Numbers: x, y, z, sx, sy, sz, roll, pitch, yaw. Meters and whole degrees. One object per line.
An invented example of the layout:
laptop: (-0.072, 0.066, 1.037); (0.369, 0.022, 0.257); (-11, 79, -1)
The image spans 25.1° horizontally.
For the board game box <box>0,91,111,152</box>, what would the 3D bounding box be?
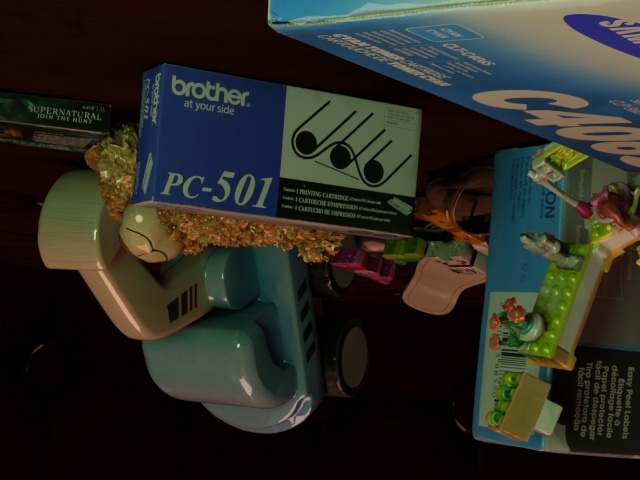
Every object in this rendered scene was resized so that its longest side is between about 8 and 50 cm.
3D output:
board game box: (-0.274, -0.101, 1.178); (0.186, 0.026, 0.126); (6, 175, -17)

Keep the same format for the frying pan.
frying pan: (0.008, -0.003, 1.935); (0.326, 0.053, 0.197); (2, 174, -10)

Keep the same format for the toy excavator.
toy excavator: (-0.138, 0.074, 1.717); (0.222, 0.433, 0.445); (2, -158, 25)

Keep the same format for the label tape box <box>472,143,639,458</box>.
label tape box: (0.311, 0.063, 1.241); (0.348, 0.249, 0.115); (7, 175, -24)

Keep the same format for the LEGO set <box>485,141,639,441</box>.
LEGO set: (0.186, 0.008, 1.042); (0.107, 0.287, 0.132); (30, -159, -32)

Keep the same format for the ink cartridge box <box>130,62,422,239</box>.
ink cartridge box: (-0.028, -0.060, 1.031); (0.207, 0.097, 0.046); (7, 174, -27)

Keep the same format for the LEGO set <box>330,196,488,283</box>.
LEGO set: (0.124, 0.000, 1.593); (0.093, 0.087, 0.227); (26, 164, -31)

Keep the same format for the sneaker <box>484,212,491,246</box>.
sneaker: (0.240, -0.019, 1.393); (0.090, 0.081, 0.232); (3, -178, -15)

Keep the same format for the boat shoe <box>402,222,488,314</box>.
boat shoe: (0.170, 0.022, 1.813); (0.095, 0.079, 0.254); (17, 158, -1)

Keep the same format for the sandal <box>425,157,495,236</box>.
sandal: (0.156, -0.035, 1.349); (0.090, 0.060, 0.219); (6, 174, -15)

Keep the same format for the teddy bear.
teddy bear: (-0.077, -0.037, 1.267); (0.338, 0.113, 0.245); (2, 172, 27)

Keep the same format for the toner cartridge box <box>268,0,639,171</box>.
toner cartridge box: (0.145, -0.094, 0.643); (0.165, 0.075, 0.348); (-1, 172, 36)
